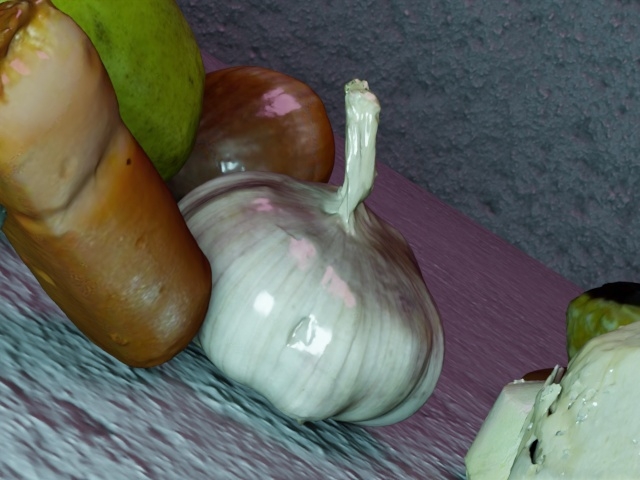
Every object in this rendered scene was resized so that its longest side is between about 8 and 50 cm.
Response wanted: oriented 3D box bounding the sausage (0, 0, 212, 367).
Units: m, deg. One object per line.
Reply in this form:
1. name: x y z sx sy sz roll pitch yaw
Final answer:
1. sausage: -0.146 -0.023 0.944 0.094 0.097 0.348 18 -25 23

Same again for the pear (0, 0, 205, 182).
1. pear: -0.236 -0.153 1.205 0.307 0.253 0.253 27 10 -37

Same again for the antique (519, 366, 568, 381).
1. antique: 0.303 0.207 1.422 0.278 0.129 0.223 35 12 35

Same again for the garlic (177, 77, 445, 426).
1. garlic: 0.000 0.000 1.181 0.245 0.253 0.245 22 12 -5

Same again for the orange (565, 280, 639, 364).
1. orange: 0.416 0.178 1.658 0.271 0.210 0.369 7 -13 46

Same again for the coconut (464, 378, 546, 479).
1. coconut: 0.186 0.169 1.256 0.116 0.122 0.116 31 10 -6

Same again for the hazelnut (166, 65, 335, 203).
1. hazelnut: -0.091 -0.094 1.646 0.214 0.176 0.214 -6 16 2

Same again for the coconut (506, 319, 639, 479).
1. coconut: 0.282 0.189 0.968 0.353 0.352 0.352 31 9 -5

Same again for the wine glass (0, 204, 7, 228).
1. wine glass: -0.289 -0.061 0.853 0.231 0.103 0.103 45 10 4
